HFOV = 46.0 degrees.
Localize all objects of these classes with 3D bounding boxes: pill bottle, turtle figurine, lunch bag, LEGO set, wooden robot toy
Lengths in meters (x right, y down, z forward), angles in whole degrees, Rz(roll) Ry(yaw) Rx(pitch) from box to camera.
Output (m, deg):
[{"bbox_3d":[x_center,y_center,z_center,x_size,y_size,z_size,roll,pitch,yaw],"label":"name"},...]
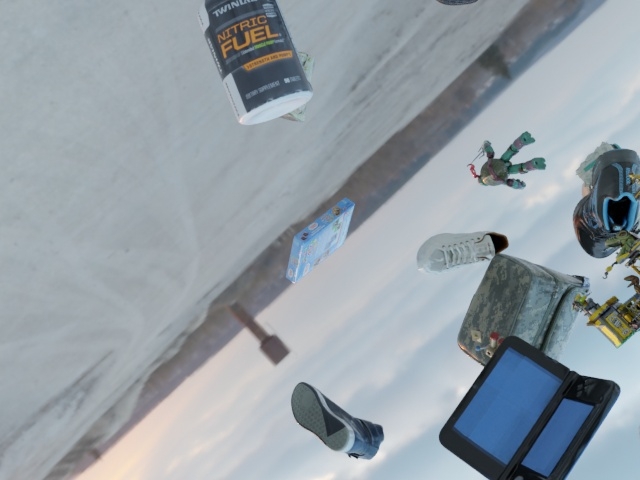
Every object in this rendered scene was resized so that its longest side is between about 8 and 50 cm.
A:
[{"bbox_3d":[-0.113,-0.318,1.190,0.130,0.246,0.130,-22,180,0],"label":"pill bottle"},{"bbox_3d":[0.518,-0.206,2.135,0.118,0.175,0.234,-42,-174,-35],"label":"turtle figurine"},{"bbox_3d":[0.546,0.204,1.969,0.212,0.256,0.305,33,-76,63],"label":"lunch bag"},{"bbox_3d":[0.518,-0.002,1.205,0.255,0.192,0.331,-32,156,-21],"label":"LEGO set"},{"bbox_3d":[0.443,0.252,1.793,0.079,0.173,0.076,-25,136,-33],"label":"wooden robot toy"}]

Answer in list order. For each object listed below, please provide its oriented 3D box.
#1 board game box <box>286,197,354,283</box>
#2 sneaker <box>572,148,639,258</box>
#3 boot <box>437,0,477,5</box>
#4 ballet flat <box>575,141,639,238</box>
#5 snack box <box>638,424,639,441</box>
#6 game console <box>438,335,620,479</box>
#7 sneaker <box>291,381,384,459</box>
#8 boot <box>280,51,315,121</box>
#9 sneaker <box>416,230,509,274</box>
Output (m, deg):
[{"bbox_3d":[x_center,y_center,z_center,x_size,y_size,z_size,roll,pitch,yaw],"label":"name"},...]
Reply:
[{"bbox_3d":[0.000,0.000,1.981,0.211,0.039,0.160,-39,155,-38],"label":"board game box"},{"bbox_3d":[0.662,-0.052,1.752,0.341,0.125,0.140,77,17,-50],"label":"sneaker"},{"bbox_3d":[0.303,-0.672,1.926,0.082,0.219,0.106,105,-4,-67],"label":"boot"},{"bbox_3d":[0.742,-0.091,1.914,0.147,0.409,0.147,-21,-134,24],"label":"ballet flat"},{"bbox_3d":[1.015,0.483,1.945,0.060,0.321,0.187,-71,171,-52],"label":"snack box"},{"bbox_3d":[0.414,0.355,1.528,0.293,0.173,0.250,-53,-176,-9],"label":"game console"},{"bbox_3d":[0.042,0.405,1.679,0.226,0.163,0.086,39,-79,48],"label":"sneaker"},{"bbox_3d":[-0.068,-0.375,1.824,0.213,0.077,0.165,-26,130,-77],"label":"boot"},{"bbox_3d":[0.390,0.021,2.041,0.290,0.106,0.123,-16,-175,-33],"label":"sneaker"}]
